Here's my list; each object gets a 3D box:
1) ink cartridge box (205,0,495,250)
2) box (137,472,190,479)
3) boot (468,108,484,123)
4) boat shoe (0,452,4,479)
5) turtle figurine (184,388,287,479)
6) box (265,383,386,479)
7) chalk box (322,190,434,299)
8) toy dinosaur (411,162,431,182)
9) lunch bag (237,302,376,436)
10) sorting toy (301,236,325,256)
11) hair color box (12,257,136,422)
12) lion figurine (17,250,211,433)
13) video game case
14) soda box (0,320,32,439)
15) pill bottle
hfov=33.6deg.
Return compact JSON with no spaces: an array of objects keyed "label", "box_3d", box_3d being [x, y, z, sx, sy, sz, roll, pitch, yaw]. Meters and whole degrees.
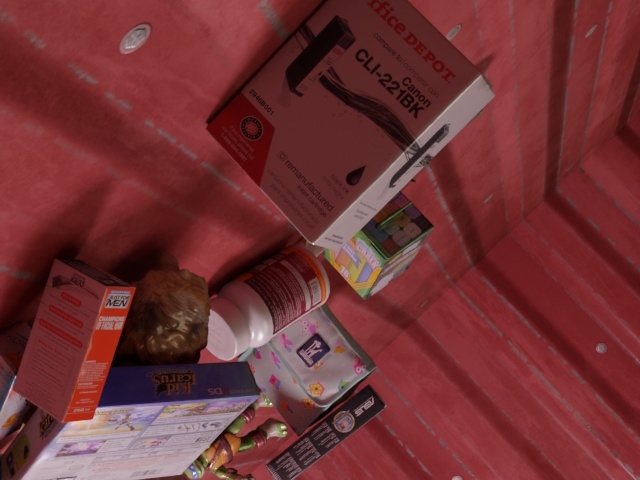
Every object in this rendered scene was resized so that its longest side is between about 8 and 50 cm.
[{"label":"ink cartridge box","box_3d":[0.037,-0.152,1.237,0.273,0.197,0.114,-45,166,8]},{"label":"box","box_3d":[-0.394,0.523,2.155,0.127,0.148,0.232,-49,164,28]},{"label":"boot","box_3d":[0.208,-0.204,1.802,0.208,0.076,0.189,-29,176,-23]},{"label":"boat shoe","box_3d":[-0.470,0.334,1.478,0.091,0.109,0.305,-44,164,-18]},{"label":"turtle figurine","box_3d":[-0.182,0.479,2.511,0.266,0.198,0.274,-36,169,-38]},{"label":"box","box_3d":[0.015,0.404,2.216,0.270,0.060,0.216,-38,173,-3]},{"label":"chalk box","box_3d":[0.111,-0.013,1.994,0.132,0.132,0.213,-33,162,-30]},{"label":"toy dinosaur","box_3d":[0.181,-0.150,1.966,0.090,0.047,0.082,0,118,-55]},{"label":"lunch bag","box_3d":[-0.021,0.243,2.181,0.160,0.223,0.262,-30,166,-41]},{"label":"sorting toy","box_3d":[0.000,0.000,1.916,0.083,0.045,0.075,-43,173,-2]},{"label":"hair color box","box_3d":[-0.285,0.114,1.226,0.053,0.093,0.167,6,105,-58]},{"label":"lion figurine","box_3d":[-0.299,0.186,1.454,0.392,0.142,0.240,-38,159,-1]},{"label":"video game case","box_3d":[-0.256,0.249,1.420,0.269,0.061,0.244,3,144,-39]},{"label":"soda box","box_3d":[-0.395,0.182,1.325,0.058,0.063,0.183,-29,160,-44]},{"label":"pill bottle","box_3d":[-0.098,0.105,1.786,0.221,0.121,0.121,-31,162,-38]}]
